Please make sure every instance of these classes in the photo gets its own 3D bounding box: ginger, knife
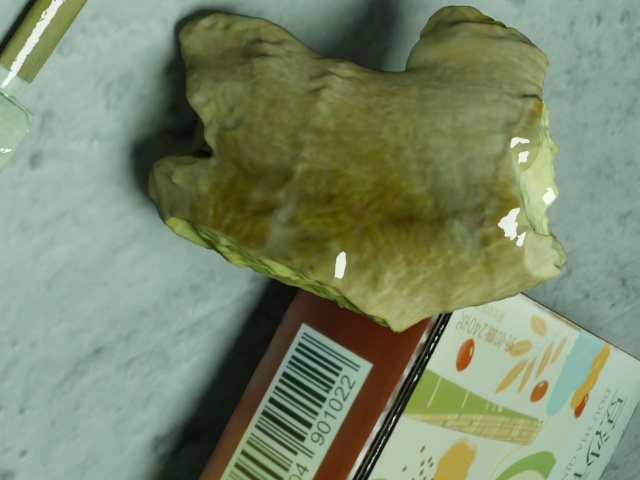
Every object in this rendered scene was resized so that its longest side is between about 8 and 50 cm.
[{"bbox_3d":[0.030,-0.056,0.795,0.221,0.275,0.130,-58,175,2],"label":"ginger"},{"bbox_3d":[-0.184,-0.074,0.744,0.298,0.017,0.047,-55,144,2],"label":"knife"}]

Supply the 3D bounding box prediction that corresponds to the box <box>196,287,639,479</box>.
[{"bbox_3d":[0.077,0.191,1.020,0.385,0.122,0.345,27,92,-54],"label":"box"}]
